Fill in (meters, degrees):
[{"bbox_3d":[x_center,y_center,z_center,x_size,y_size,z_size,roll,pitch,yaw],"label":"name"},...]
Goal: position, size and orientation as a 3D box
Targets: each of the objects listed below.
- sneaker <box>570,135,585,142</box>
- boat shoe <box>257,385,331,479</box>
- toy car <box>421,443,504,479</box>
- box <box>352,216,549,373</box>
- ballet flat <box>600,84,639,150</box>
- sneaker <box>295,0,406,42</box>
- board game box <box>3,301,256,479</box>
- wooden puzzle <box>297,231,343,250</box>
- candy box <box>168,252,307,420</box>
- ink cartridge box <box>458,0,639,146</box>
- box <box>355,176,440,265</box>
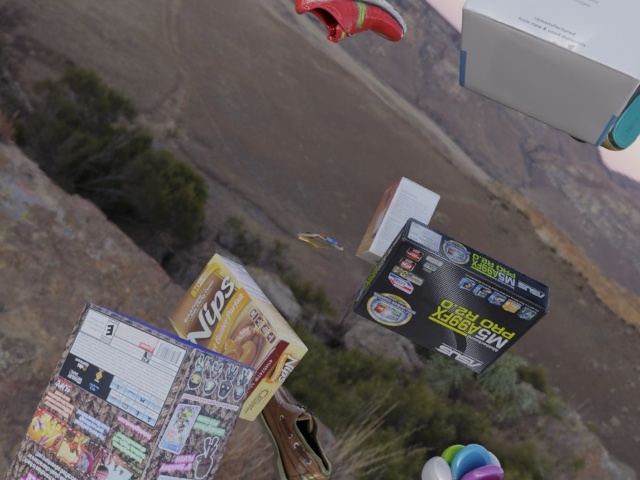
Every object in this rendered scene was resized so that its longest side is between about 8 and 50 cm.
[{"bbox_3d":[0.479,-0.269,1.136,0.106,0.281,0.162,-1,33,0],"label":"sneaker"},{"bbox_3d":[-0.053,0.397,1.445,0.110,0.104,0.307,35,18,-42],"label":"boat shoe"},{"bbox_3d":[0.288,0.460,1.267,0.159,0.136,0.182,0,56,-22],"label":"toy car"},{"bbox_3d":[0.220,0.103,1.186,0.270,0.216,0.060,27,44,-4],"label":"box"},{"bbox_3d":[0.797,-0.366,1.681,0.123,0.348,0.123,41,1,-1],"label":"ballet flat"},{"bbox_3d":[0.059,-0.475,1.470,0.279,0.118,0.107,16,0,-31],"label":"sneaker"},{"bbox_3d":[-0.260,0.263,0.928,0.232,0.291,0.141,15,-12,35],"label":"board game box"},{"bbox_3d":[0.000,0.000,1.308,0.078,0.014,0.116,29,-12,-37],"label":"wooden puzzle"},{"bbox_3d":[-0.176,0.186,1.382,0.087,0.183,0.316,32,9,-43],"label":"candy box"},{"bbox_3d":[0.309,-0.293,0.788,0.197,0.270,0.198,28,-6,15],"label":"ink cartridge box"},{"bbox_3d":[0.160,-0.029,1.438,0.091,0.170,0.130,26,-10,-6],"label":"box"}]
